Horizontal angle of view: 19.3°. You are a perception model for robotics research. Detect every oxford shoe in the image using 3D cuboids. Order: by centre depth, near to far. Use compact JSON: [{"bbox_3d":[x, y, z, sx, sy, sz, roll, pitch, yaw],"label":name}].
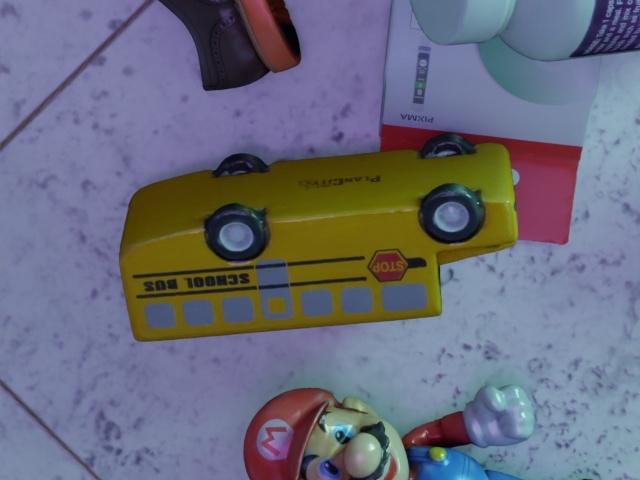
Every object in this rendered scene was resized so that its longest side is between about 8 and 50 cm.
[{"bbox_3d":[-0.114,-0.252,1.578,0.098,0.097,0.271,-22,99,13],"label":"oxford shoe"}]

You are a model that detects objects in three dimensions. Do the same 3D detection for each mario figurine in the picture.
[{"bbox_3d":[0.088,0.217,1.613,0.320,0.198,0.170,21,123,-6],"label":"mario figurine"}]

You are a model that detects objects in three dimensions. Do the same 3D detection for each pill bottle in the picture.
[{"bbox_3d":[0.226,-0.229,1.478,0.301,0.169,0.169,-8,102,-19],"label":"pill bottle"}]

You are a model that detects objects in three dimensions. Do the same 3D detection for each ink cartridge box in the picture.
[{"bbox_3d":[0.141,-0.110,1.613,0.181,0.056,0.224,7,100,2],"label":"ink cartridge box"}]

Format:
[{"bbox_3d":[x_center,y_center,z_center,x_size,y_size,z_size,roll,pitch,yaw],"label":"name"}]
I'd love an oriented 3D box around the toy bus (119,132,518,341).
[{"bbox_3d":[0.000,0.000,1.600,0.333,0.108,0.130,-5,120,4],"label":"toy bus"}]
